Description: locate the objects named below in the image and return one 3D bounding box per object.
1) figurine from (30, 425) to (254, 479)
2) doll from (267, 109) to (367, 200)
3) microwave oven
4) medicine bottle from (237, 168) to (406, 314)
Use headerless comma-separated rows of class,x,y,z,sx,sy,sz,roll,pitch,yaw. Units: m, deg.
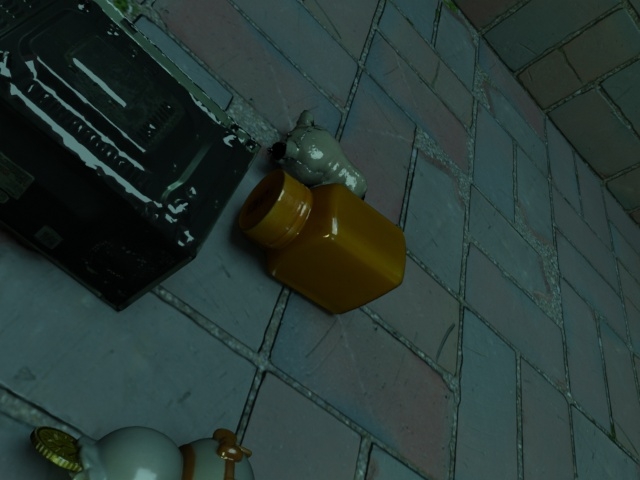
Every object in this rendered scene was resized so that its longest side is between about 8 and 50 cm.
figurine,-0.137,0.234,0.569,0.271,0.143,0.143,46,40,-18
doll,-0.001,-0.118,0.987,0.192,0.095,0.149,46,42,-21
microwave oven,-0.241,-0.111,0.644,0.295,0.181,0.237,43,39,-20
medicine bottle,0.000,-0.001,0.862,0.222,0.149,0.112,35,43,-28
